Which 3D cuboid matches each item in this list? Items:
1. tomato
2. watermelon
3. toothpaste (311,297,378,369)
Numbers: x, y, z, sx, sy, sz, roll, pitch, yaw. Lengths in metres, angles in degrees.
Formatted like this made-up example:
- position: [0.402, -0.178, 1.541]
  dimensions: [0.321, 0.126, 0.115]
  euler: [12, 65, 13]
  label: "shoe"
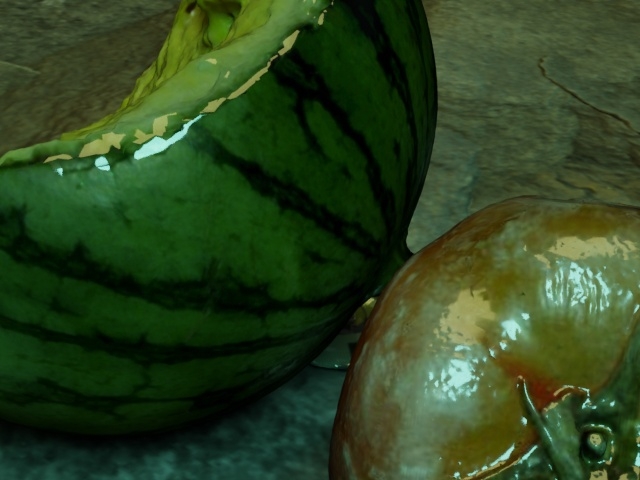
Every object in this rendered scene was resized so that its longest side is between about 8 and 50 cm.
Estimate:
- position: [0.114, 0.059, 0.656]
  dimensions: [0.214, 0.155, 0.181]
  euler: [5, 5, -1]
  label: "tomato"
- position: [-0.054, -0.015, 0.728]
  dimensions: [0.189, 0.331, 0.331]
  euler: [45, 41, 10]
  label: "watermelon"
- position: [0.000, 0.000, 0.917]
  dimensions: [0.067, 0.037, 0.255]
  euler: [-3, 33, -11]
  label: "toothpaste"
